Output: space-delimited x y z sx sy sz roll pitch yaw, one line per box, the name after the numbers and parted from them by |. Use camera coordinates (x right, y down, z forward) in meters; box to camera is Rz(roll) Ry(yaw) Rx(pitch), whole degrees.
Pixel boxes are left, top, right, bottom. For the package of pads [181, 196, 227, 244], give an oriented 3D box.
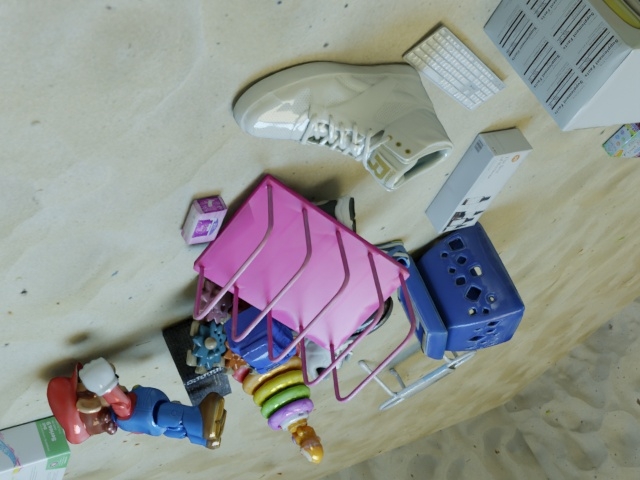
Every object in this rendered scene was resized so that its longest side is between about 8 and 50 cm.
-0.177 -0.029 1.162 0.050 0.032 0.083 -13 151 -33 | package of pads

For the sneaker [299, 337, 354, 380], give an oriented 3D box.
0.038 0.210 1.720 0.111 0.129 0.297 -9 148 -32 | sneaker

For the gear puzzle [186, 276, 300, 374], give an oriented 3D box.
-0.119 0.169 1.450 0.044 0.175 0.339 4 173 32 | gear puzzle

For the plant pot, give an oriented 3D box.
0.300 0.128 1.726 0.212 0.235 0.236 -20 155 -4 | plant pot

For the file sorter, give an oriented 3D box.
-0.024 0.086 1.174 0.291 0.182 0.202 34 112 -20 | file sorter

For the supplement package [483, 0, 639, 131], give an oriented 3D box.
0.382 -0.281 1.066 0.194 0.203 0.149 -11 150 -34 | supplement package

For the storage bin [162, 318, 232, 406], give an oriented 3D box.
-0.239 0.240 1.496 0.084 0.122 0.180 -23 154 -14 | storage bin

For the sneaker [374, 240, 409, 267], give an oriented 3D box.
0.122 0.044 1.575 0.144 0.059 0.053 -15 154 -24 | sneaker

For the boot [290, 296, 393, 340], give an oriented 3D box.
-0.025 0.086 1.337 0.263 0.091 0.229 -9 143 20 | boot

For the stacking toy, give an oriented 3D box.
-0.074 0.343 1.647 0.166 0.301 0.175 -23 155 -13 | stacking toy

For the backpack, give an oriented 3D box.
-0.100 0.181 1.337 0.098 0.101 0.120 -25 144 10 | backpack

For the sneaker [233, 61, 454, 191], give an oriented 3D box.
0.044 -0.143 1.018 0.293 0.169 0.108 -12 152 -26 | sneaker

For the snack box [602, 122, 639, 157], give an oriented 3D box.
0.700 -0.227 1.687 0.141 0.037 0.100 -5 145 -41 | snack box

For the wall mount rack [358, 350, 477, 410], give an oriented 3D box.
0.279 0.371 2.286 0.350 0.130 0.304 -35 158 13 | wall mount rack

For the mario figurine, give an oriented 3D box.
-0.330 0.277 1.385 0.321 0.170 0.198 9 115 0 | mario figurine

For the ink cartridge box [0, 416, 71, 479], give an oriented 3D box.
-0.622 0.444 1.521 0.213 0.093 0.154 -12 149 -34 | ink cartridge box

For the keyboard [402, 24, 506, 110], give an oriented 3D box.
0.209 -0.254 1.160 0.072 0.014 0.256 -39 153 21 | keyboard

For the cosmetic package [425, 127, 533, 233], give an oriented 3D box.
0.300 -0.110 1.469 0.099 0.060 0.239 -15 152 -29 | cosmetic package

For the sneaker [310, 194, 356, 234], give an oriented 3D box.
0.000 -0.001 1.350 0.108 0.100 0.271 1 154 -3 | sneaker
